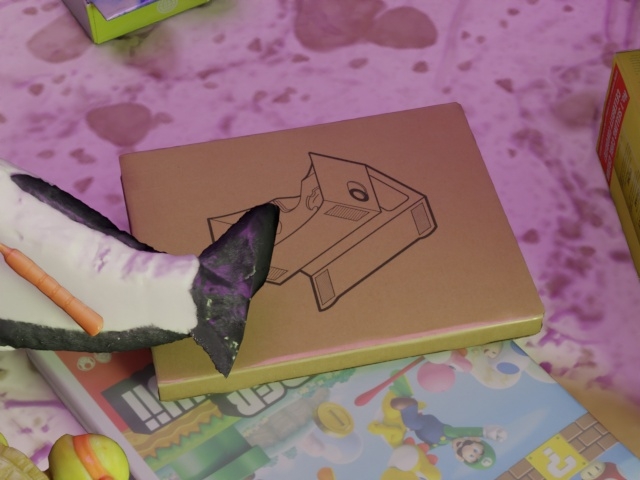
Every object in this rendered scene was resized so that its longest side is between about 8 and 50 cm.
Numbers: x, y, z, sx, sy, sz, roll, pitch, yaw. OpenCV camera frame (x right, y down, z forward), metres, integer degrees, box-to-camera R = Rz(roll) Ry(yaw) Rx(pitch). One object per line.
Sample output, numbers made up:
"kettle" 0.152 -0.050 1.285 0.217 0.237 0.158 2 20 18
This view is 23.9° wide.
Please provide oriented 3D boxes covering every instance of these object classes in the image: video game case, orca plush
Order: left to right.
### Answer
"orca plush" -0.156 -0.014 0.782 0.287 0.151 0.102 0 13 17
"video game case" 0.008 0.092 0.767 0.204 0.025 0.285 -31 57 -23

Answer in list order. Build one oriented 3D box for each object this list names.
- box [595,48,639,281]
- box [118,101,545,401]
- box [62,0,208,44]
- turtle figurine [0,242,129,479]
"box" 0.205 0.004 0.802 0.058 0.087 0.232 -5 51 -4
"box" 0.000 0.000 0.814 0.201 0.021 0.164 -10 50 -7
"box" -0.133 -0.201 1.000 0.109 0.042 0.178 -25 55 -19
"turtle figurine" -0.163 0.147 0.660 0.217 0.087 0.269 -27 82 -6
